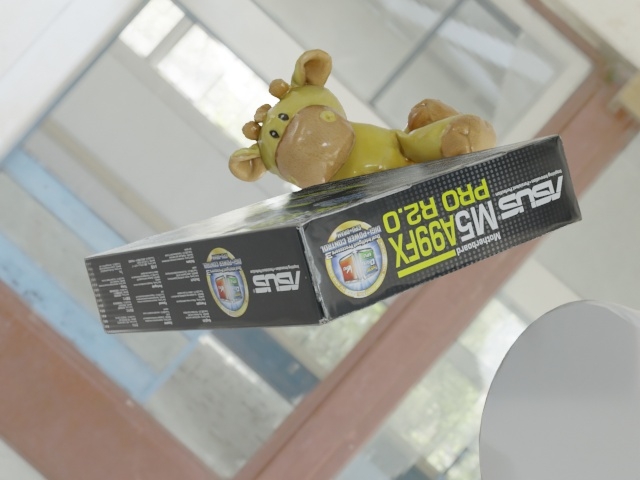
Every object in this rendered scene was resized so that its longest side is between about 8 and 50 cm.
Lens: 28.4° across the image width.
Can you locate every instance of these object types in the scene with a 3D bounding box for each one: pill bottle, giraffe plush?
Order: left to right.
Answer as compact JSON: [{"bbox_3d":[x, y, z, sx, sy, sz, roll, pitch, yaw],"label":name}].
[{"bbox_3d":[0.023,-0.075,1.113,0.170,0.181,0.210,32,-13,-20],"label":"giraffe plush"},{"bbox_3d":[0.265,0.140,0.753,0.334,0.188,0.188,17,11,-31],"label":"pill bottle"}]

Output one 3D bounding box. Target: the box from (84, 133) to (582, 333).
[{"bbox_3d":[0.000,0.000,0.836,0.270,0.216,0.060,-8,-81,53],"label":"box"}]
